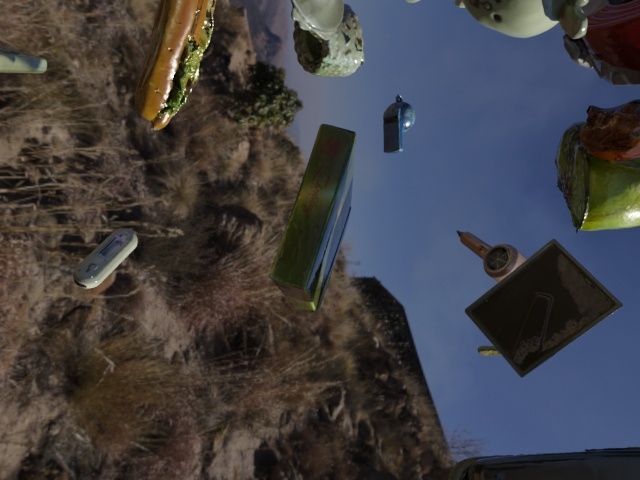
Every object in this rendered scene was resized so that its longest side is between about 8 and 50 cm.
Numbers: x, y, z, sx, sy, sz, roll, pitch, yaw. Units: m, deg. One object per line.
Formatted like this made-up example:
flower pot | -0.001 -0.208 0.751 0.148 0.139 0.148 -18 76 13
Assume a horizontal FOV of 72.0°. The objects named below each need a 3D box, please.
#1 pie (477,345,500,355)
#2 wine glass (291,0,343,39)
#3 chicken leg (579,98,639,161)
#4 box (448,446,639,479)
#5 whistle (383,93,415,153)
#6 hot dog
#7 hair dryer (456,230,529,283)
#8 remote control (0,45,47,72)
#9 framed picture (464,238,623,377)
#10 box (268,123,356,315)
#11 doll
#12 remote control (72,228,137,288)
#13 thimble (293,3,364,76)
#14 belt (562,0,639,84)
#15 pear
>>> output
pie | 0.446 0.283 1.130 0.084 0.084 0.021 98 -2 -71
wine glass | 0.069 -0.273 0.394 0.222 0.103 0.103 -6 -98 43
chicken leg | 0.610 -0.208 0.741 0.113 0.304 0.093 54 41 -33
box | 0.277 0.308 0.399 0.220 0.291 0.166 -86 162 -46
whistle | 0.211 -0.311 1.178 0.090 0.090 0.157 -129 -143 -85
hot dog | -0.297 -0.390 0.924 0.135 0.100 0.337 -76 -170 -71
hair dryer | 0.511 0.040 1.357 0.106 0.189 0.344 -54 -149 9
remote control | -0.548 -0.307 0.735 0.233 0.098 0.038 -124 -131 -67
framed picture | 0.377 0.118 0.766 0.150 0.203 0.015 52 19 23
box | 0.000 0.000 0.577 0.311 0.043 0.173 84 24 -75
doll | 0.219 -0.341 0.547 0.275 0.113 0.155 38 -9 32
remote control | -0.615 0.046 1.267 0.221 0.078 0.042 -60 178 -42
thimble | 0.011 -0.258 0.569 0.110 0.062 0.084 59 -33 38
belt | 0.487 -0.321 0.555 0.324 0.115 0.227 -8 -137 58
pear | 0.648 -0.137 0.913 0.164 0.256 0.238 80 18 -44
